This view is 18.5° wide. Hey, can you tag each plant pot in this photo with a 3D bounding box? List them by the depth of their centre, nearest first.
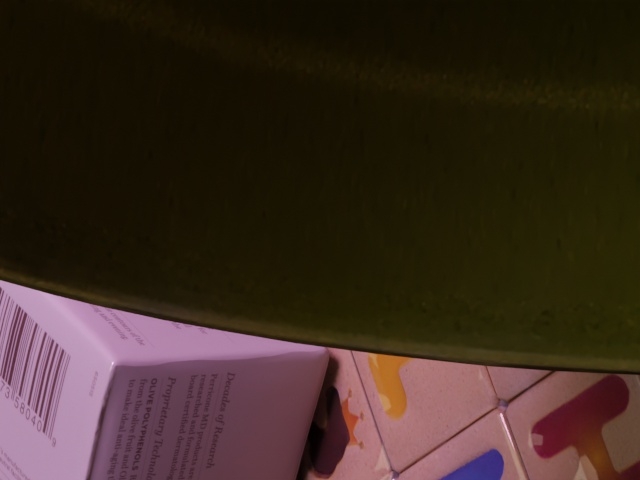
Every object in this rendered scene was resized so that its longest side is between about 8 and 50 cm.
[{"bbox_3d":[0.067,-0.184,0.383,0.366,0.366,0.353,-19,62,54],"label":"plant pot"}]

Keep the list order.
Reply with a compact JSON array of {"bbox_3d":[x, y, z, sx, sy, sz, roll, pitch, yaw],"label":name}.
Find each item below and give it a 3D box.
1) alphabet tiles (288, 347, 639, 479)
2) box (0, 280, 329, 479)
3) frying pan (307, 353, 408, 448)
[{"bbox_3d":[0.000,0.000,0.661,0.342,0.011,0.285,-40,60,45],"label":"alphabet tiles"},{"bbox_3d":[-0.068,0.059,0.669,0.101,0.087,0.102,37,120,45],"label":"box"},{"bbox_3d":[-0.026,0.001,0.749,0.326,0.053,0.197,5,94,52],"label":"frying pan"}]
